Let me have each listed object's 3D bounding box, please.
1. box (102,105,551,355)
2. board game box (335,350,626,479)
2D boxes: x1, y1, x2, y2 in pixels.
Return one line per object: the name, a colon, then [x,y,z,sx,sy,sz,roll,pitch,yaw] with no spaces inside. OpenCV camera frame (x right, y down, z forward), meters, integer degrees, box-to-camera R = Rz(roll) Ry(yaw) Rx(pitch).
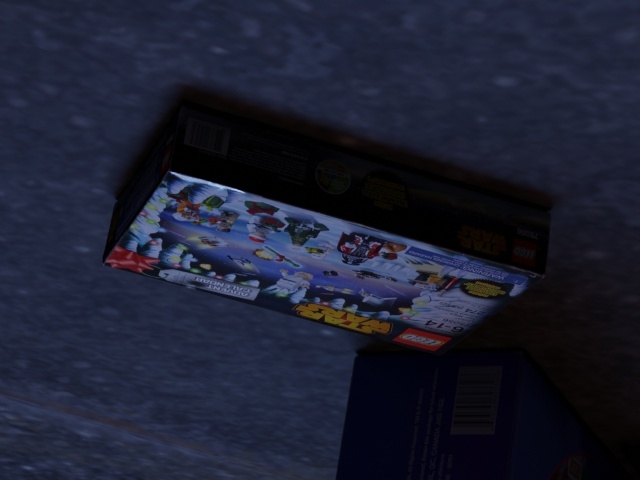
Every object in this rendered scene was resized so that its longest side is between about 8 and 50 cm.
box: [0.000,0.000,0.700,0.137,0.027,0.094,15,156,-14]
board game box: [0.069,0.251,0.837,0.078,0.347,0.233,-3,153,26]
